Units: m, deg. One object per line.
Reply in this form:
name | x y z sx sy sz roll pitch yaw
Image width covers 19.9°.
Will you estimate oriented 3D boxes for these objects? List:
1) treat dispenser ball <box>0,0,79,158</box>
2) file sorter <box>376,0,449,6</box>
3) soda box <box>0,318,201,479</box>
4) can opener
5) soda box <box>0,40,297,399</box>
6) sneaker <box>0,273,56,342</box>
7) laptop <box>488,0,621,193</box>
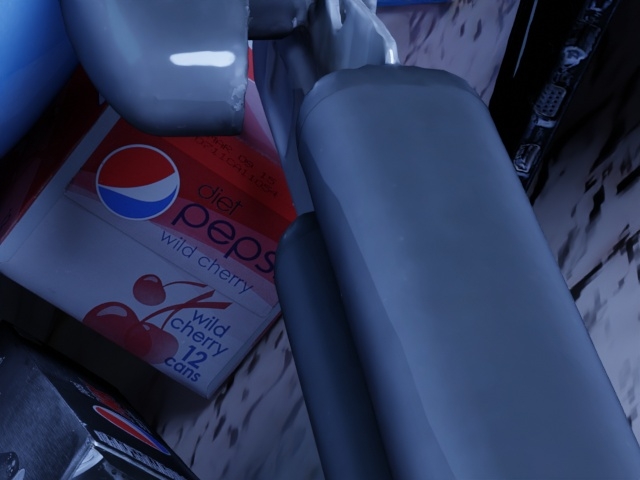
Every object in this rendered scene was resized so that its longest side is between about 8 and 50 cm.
treat dispenser ball | -0.195 -0.130 0.544 0.288 0.288 0.288 -46 23 25
file sorter | 0.032 -0.179 0.640 0.170 0.104 0.118 -59 21 -6
soda box | -0.083 0.077 0.583 0.060 0.053 0.169 -57 20 -3
can opener | 0.000 0.000 0.409 0.280 0.093 0.074 -113 24 -50
soda box | -0.057 -0.057 0.671 0.083 0.092 0.263 -50 22 18
sneaker | -0.154 0.039 0.688 0.106 0.123 0.290 -3 20 14
laptop | 0.143 -0.116 0.431 0.264 0.136 0.234 108 -179 -55
